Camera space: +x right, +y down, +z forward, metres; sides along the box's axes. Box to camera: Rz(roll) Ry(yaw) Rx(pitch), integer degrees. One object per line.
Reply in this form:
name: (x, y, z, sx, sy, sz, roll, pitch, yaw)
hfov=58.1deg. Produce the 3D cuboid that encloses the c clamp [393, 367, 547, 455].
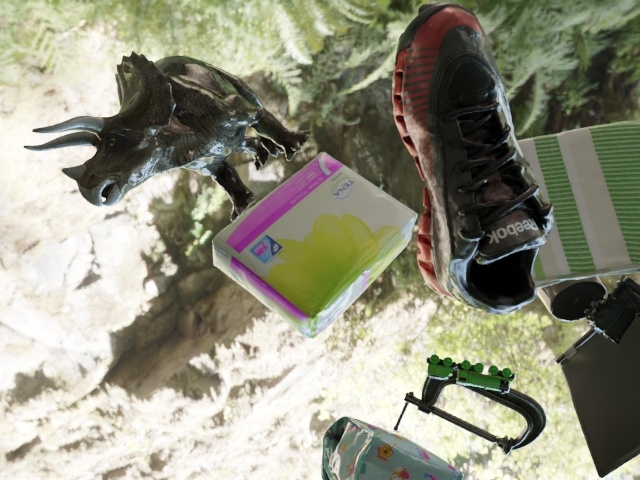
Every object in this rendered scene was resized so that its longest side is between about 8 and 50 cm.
c clamp: (0.174, 0.203, 0.676, 0.161, 0.137, 0.022, 19, -146, 18)

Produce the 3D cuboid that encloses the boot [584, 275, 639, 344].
boot: (0.510, 0.128, 0.949, 0.121, 0.045, 0.099, 39, -91, 8)

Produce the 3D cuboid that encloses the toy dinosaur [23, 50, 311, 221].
toy dinosaur: (-0.104, -0.117, 0.523, 0.121, 0.160, 0.313, -44, -162, 21)

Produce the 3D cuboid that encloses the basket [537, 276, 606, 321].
basket: (0.563, 0.068, 1.372, 0.205, 0.154, 0.226, 20, -147, -19)

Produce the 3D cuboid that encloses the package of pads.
package of pads: (0.000, 0.000, 0.989, 0.229, 0.101, 0.296, 36, -122, 17)

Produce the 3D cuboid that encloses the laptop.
laptop: (0.683, 0.206, 1.112, 0.408, 0.381, 0.236, -3, -132, -39)

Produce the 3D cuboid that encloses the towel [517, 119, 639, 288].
towel: (0.392, -0.055, 0.869, 0.325, 0.038, 0.247, -11, -112, 12)

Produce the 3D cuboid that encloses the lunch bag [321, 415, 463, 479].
lunch bag: (0.129, 0.480, 1.212, 0.160, 0.224, 0.262, -64, -168, -14)

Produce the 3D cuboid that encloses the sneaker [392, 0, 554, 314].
sneaker: (0.131, -0.055, 0.479, 0.098, 0.275, 0.135, -17, -155, -10)

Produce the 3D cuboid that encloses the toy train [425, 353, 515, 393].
toy train: (0.141, 0.126, 0.546, 0.083, 0.017, 0.023, 9, -111, 14)
